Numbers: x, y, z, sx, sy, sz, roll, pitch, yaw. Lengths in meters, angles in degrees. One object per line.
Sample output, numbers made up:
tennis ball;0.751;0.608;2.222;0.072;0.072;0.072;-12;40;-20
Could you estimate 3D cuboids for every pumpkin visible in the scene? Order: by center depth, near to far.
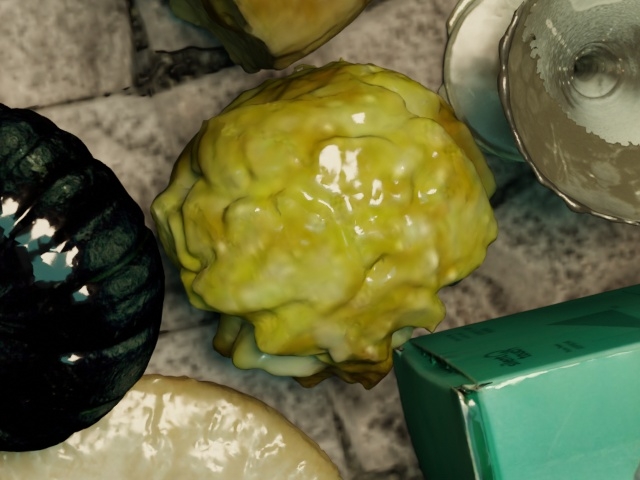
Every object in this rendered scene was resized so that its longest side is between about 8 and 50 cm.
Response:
pumpkin;-0.175;0.021;0.913;0.194;0.150;0.194;-4;124;-7

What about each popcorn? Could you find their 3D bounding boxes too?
popcorn;0.000;0.000;0.932;0.198;0.198;0.212;10;117;-10

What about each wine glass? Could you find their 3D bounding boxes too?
wine glass;0.141;-0.090;0.908;0.156;0.232;0.156;-1;96;-8

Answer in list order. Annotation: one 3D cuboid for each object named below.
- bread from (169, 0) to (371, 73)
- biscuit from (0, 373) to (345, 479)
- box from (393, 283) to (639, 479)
bread;-0.002;-0.224;0.877;0.252;0.238;0.196;-45;101;-11
biscuit;-0.101;0.172;1.002;0.266;0.040;0.188;4;94;-9
box;0.215;0.087;0.954;0.311;0.205;0.118;-13;93;-8
